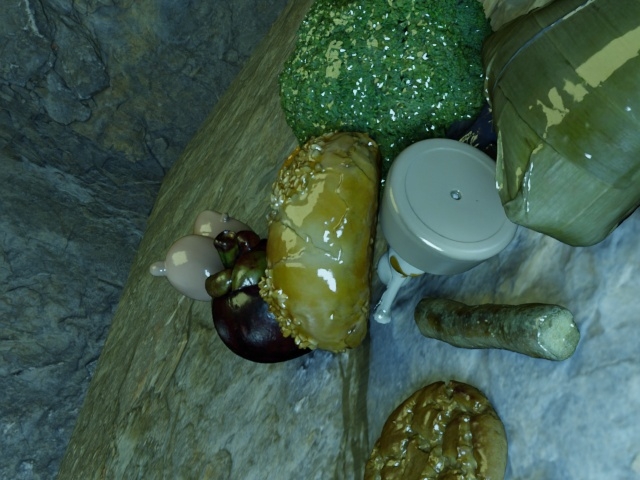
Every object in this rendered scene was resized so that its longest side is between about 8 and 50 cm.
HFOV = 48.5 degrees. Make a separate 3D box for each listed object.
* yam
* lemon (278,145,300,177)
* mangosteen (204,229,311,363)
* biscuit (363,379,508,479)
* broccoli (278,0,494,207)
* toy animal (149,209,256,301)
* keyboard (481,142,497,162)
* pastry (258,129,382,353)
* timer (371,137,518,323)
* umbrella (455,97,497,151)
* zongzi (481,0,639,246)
[{"bbox_3d":[0.188,0.098,0.816,0.253,0.061,0.061,-5,59,66],"label":"yam"},{"bbox_3d":[-0.005,-0.131,1.430,0.187,0.142,0.142,-38,31,50],"label":"lemon"},{"bbox_3d":[-0.093,0.082,1.192,0.228,0.265,0.228,-28,34,21],"label":"mangosteen"},{"bbox_3d":[0.119,0.259,0.800,0.226,0.042,0.226,-47,25,30],"label":"biscuit"},{"bbox_3d":[0.103,-0.257,1.140,0.321,0.309,0.414,162,99,-69],"label":"broccoli"},{"bbox_3d":[-0.257,0.041,1.721,0.229,0.210,0.221,39,-108,-74],"label":"toy animal"},{"bbox_3d":[0.205,-0.075,1.016,0.010,0.053,0.155,-21,-15,-47],"label":"keyboard"},{"bbox_3d":[0.000,0.000,0.997,0.255,0.161,0.311,-29,-57,-86],"label":"pastry"},{"bbox_3d":[0.135,0.005,0.982,0.266,0.175,0.175,117,170,-58],"label":"timer"},{"bbox_3d":[0.231,-0.138,1.025,0.248,0.070,0.071,-59,19,31],"label":"umbrella"},{"bbox_3d":[0.321,-0.233,0.757,0.356,0.174,0.393,-45,29,35],"label":"zongzi"}]
